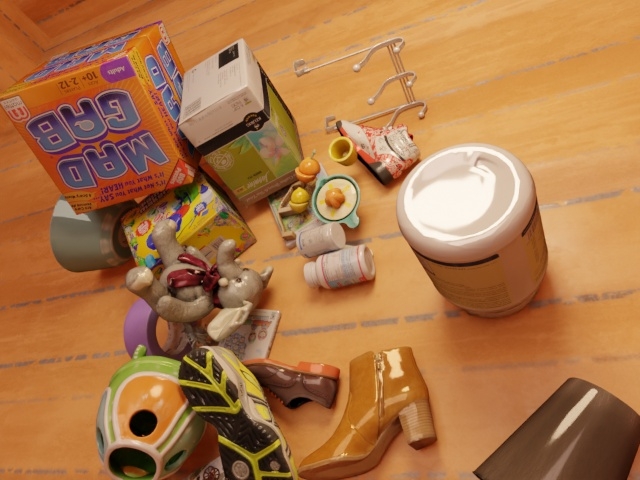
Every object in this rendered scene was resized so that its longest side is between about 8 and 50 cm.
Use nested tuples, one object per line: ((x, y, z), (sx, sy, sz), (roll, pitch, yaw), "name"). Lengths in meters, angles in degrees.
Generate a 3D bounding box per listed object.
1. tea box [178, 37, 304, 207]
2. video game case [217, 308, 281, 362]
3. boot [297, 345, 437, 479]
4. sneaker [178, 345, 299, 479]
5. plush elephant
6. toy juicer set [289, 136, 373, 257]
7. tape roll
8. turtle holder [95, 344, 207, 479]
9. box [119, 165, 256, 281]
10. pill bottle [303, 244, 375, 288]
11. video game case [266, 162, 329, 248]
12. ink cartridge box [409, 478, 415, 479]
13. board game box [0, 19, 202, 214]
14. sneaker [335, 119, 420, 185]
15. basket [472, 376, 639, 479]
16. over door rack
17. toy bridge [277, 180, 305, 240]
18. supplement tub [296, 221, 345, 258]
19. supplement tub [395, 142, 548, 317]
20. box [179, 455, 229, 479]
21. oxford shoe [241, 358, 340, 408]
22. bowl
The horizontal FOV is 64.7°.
((-0.219, -0.339, 1.458), (0.220, 0.323, 0.329), (-27, 40, 13), "tea box")
((-0.186, 0.241, 1.286), (0.157, 0.019, 0.143), (0, 60, 31), "video game case")
((0.078, 0.345, 1.027), (0.295, 0.104, 0.211), (-23, 46, 9), "boot")
((-0.141, 0.382, 1.056), (0.145, 0.147, 0.384), (-33, 79, 17), "sneaker")
((-0.259, 0.105, 1.219), (0.255, 0.330, 0.272), (-18, 23, 12), "plush elephant")
((0.009, -0.094, 1.304), (0.209, 0.089, 0.329), (-14, 72, 22), "toy juicer set")
((-0.409, 0.233, 1.307), (0.080, 0.189, 0.189), (-9, 56, 26), "tape roll")
((-0.389, 0.415, 1.111), (0.320, 0.243, 0.227), (-43, 20, 23), "turtle holder")
((-0.392, -0.032, 1.481), (0.290, 0.177, 0.279), (-40, 48, 1), "box")
((0.045, 0.069, 1.223), (0.160, 0.087, 0.087), (-15, 54, 21), "pill bottle")
((-0.043, -0.102, 1.427), (0.193, 0.023, 0.212), (-32, 50, 8), "video game case")
((0.204, 0.533, 0.834), (0.134, 0.078, 0.231), (-47, 49, -6), "ink cartridge box")
((-0.566, -0.350, 1.421), (0.356, 0.356, 0.356), (-14, 35, 8), "board game box")
((0.160, -0.275, 1.383), (0.145, 0.090, 0.270), (-37, 53, 2), "sneaker")
((0.396, 0.349, 0.804), (0.204, 0.154, 0.227), (33, 76, 39), "basket")
((0.107, -0.407, 1.402), (0.324, 0.239, 0.108), (-4, 53, 27), "over door rack")
((-0.088, -0.081, 1.406), (0.063, 0.026, 0.188), (-8, 58, 28), "toy bridge")
((0.000, 0.000, 1.249), (0.107, 0.071, 0.071), (-16, 53, 30), "supplement tub")
((0.301, -0.003, 0.966), (0.235, 0.325, 0.235), (-14, 54, 21), "supplement tub")
((-0.280, 0.599, 1.090), (0.233, 0.044, 0.159), (-33, 49, 7), "box")
((-0.091, 0.323, 1.133), (0.271, 0.097, 0.098), (-4, 65, 28), "oxford shoe")
((-0.674, -0.038, 1.595), (0.163, 0.311, 0.311), (10, 64, 13), "bowl")
